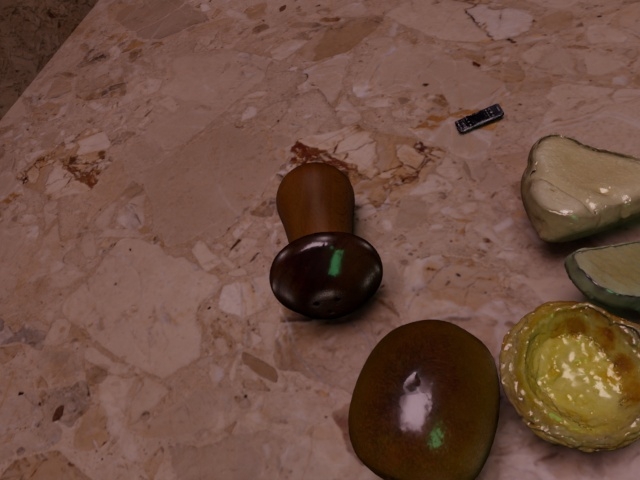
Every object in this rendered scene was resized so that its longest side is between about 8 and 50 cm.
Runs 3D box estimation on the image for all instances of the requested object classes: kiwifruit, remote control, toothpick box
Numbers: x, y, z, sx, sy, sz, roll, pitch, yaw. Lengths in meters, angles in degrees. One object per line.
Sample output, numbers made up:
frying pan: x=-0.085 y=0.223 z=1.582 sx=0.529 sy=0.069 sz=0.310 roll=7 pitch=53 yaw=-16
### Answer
kiwifruit: x=0.144 y=0.217 z=0.737 sx=0.196 sy=0.196 sz=0.234 roll=13 pitch=56 yaw=32
remote control: x=0.326 y=-0.249 z=1.109 sx=0.096 sy=0.014 sz=0.039 roll=-21 pitch=50 yaw=11
toothpick box: x=0.000 y=0.000 z=0.969 sx=0.192 sy=0.192 sz=0.294 roll=-20 pitch=44 yaw=10

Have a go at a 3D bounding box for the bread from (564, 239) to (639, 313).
bread: x=0.462 y=0.058 z=0.764 sx=0.232 sy=0.064 sz=0.172 roll=24 pitch=48 yaw=14

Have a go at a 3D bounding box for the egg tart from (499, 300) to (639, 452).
egg tart: x=0.343 y=0.180 z=0.722 sx=0.212 sy=0.090 sz=0.213 roll=-4 pitch=56 yaw=6

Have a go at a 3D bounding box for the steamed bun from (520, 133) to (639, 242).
steamed bun: x=0.409 y=-0.067 z=0.874 sx=0.212 sy=0.110 sz=0.231 roll=-32 pitch=44 yaw=-23
